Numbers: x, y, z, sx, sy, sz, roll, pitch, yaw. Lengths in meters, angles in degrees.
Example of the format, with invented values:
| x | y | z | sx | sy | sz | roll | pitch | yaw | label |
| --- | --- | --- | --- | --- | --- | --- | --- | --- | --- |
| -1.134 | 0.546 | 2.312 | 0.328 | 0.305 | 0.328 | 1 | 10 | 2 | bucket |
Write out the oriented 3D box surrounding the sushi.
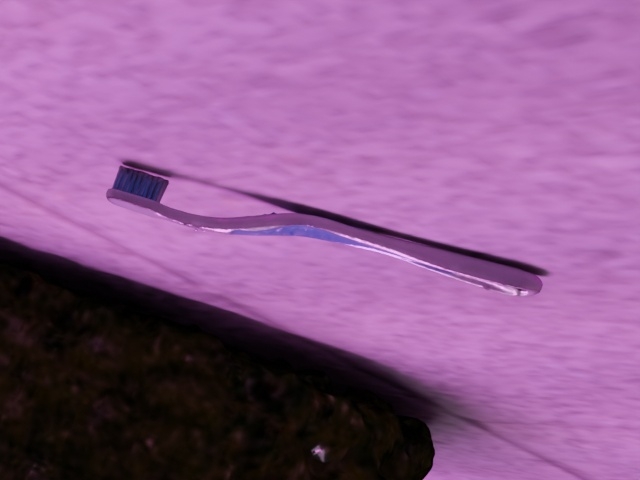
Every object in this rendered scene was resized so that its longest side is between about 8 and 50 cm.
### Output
| x | y | z | sx | sy | sz | roll | pitch | yaw | label |
| --- | --- | --- | --- | --- | --- | --- | --- | --- | --- |
| -0.131 | 0.134 | 0.848 | 0.352 | 0.178 | 0.294 | 19 | 164 | -2 | sushi |

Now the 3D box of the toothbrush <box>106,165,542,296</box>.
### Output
| x | y | z | sx | sy | sz | roll | pitch | yaw | label |
| --- | --- | --- | --- | --- | --- | --- | --- | --- | --- |
| 0.000 | 0.000 | 0.570 | 0.162 | 0.017 | 0.014 | 15 | 163 | 8 | toothbrush |
